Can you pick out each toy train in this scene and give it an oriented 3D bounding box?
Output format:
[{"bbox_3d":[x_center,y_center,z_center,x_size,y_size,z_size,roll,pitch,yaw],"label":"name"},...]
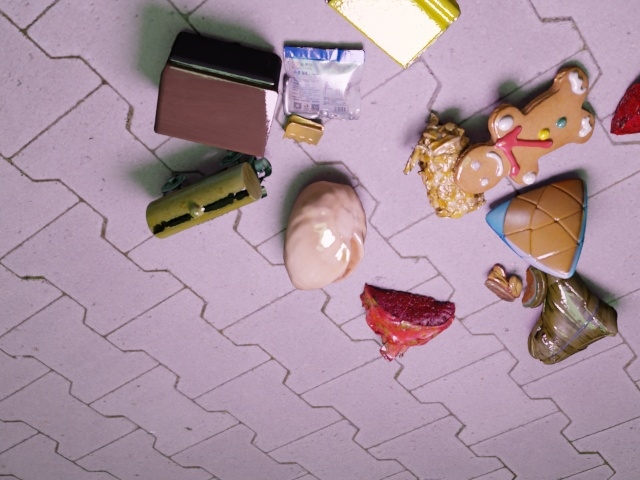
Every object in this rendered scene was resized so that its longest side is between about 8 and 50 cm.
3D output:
[{"bbox_3d":[-0.248,-0.091,1.610,0.307,0.190,0.126,-20,125,16],"label":"toy train"}]

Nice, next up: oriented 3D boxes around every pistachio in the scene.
[{"bbox_3d":[0.000,0.000,1.696,0.193,0.214,0.318,-20,150,-37],"label":"pistachio"}]

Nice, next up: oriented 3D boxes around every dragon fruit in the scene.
[{"bbox_3d":[0.223,0.245,1.924,0.261,0.134,0.212,10,133,-7],"label":"dragon fruit"},{"bbox_3d":[0.696,-0.286,1.507,0.106,0.083,0.162,4,156,-14],"label":"dragon fruit"}]

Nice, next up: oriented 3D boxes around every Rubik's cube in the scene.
[{"bbox_3d":[0.552,0.018,1.674,0.254,0.254,0.255,1,130,1],"label":"Rubik's cube"}]

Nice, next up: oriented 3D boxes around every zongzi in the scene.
[{"bbox_3d":[0.605,0.191,1.891,0.274,0.125,0.251,40,124,-9],"label":"zongzi"}]

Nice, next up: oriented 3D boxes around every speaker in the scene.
[{"bbox_3d":[-0.208,-0.297,1.461,0.230,0.153,0.193,12,130,-9],"label":"speaker"}]

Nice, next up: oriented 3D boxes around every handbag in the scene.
[{"bbox_3d":[-0.037,-0.241,1.577,0.083,0.027,0.061,15,145,-15],"label":"handbag"}]

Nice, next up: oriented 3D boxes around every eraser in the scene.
[{"bbox_3d":[0.142,-0.457,1.375,0.226,0.069,0.158,34,122,-25],"label":"eraser"}]

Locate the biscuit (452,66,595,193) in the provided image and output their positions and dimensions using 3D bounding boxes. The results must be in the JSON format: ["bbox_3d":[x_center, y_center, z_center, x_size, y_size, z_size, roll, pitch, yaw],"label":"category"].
[{"bbox_3d":[0.439,-0.208,1.527,0.339,0.047,0.216,-30,125,-1],"label":"biscuit"}]

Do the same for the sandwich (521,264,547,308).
[{"bbox_3d":[0.551,0.117,1.837,0.029,0.067,0.135,-13,110,-26],"label":"sandwich"}]

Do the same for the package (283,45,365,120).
[{"bbox_3d":[0.006,-0.331,1.512,0.171,0.027,0.173,5,131,1],"label":"package"}]

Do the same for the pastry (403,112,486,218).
[{"bbox_3d":[0.277,-0.160,1.601,0.154,0.102,0.250,-12,130,20],"label":"pastry"}]

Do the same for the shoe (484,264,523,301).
[{"bbox_3d":[0.480,0.112,1.847,0.109,0.069,0.072,25,164,-5],"label":"shoe"}]
